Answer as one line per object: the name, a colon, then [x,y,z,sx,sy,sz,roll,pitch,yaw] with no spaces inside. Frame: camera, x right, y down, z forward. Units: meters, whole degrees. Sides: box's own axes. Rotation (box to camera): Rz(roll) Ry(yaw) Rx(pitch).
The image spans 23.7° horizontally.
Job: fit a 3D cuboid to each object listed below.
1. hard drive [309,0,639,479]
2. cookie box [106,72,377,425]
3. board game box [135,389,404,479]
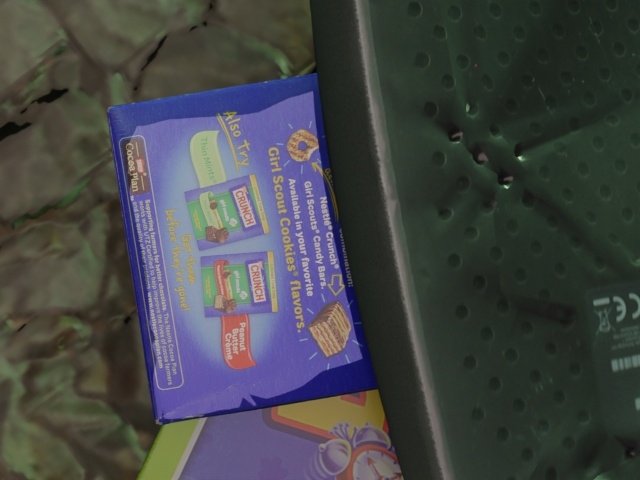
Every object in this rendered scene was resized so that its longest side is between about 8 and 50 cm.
hard drive: [0.078,-0.031,0.405,0.172,0.054,0.255,-9,89,-27]
cookie box: [0.000,0.000,0.438,0.107,0.040,0.092,-9,88,-1]
board game box: [0.077,0.060,0.500,0.233,0.078,0.347,25,89,-1]
